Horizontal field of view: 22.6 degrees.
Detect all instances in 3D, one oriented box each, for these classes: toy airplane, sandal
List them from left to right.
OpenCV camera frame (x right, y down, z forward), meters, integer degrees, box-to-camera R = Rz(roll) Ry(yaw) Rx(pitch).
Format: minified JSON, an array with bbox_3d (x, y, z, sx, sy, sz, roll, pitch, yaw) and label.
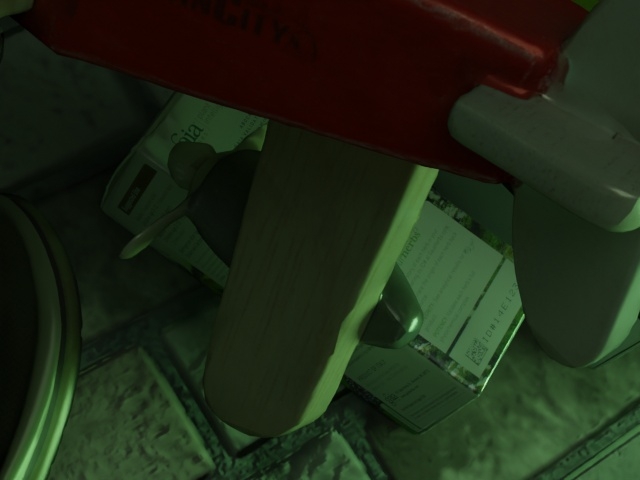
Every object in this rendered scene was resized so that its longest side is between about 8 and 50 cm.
[{"bbox_3d":[-0.192,0.108,0.780,0.086,0.120,0.302,26,61,-32],"label":"sandal"},{"bbox_3d":[0.023,-0.120,0.711,0.384,0.386,0.272,60,28,-15],"label":"toy airplane"}]

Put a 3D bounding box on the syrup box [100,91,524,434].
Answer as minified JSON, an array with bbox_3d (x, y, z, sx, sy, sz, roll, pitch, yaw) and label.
[{"bbox_3d":[0.000,0.000,0.924,0.237,0.096,0.093,35,62,-4],"label":"syrup box"}]

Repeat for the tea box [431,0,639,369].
[{"bbox_3d":[0.182,-0.151,0.931,0.329,0.323,0.220,47,60,0],"label":"tea box"}]
